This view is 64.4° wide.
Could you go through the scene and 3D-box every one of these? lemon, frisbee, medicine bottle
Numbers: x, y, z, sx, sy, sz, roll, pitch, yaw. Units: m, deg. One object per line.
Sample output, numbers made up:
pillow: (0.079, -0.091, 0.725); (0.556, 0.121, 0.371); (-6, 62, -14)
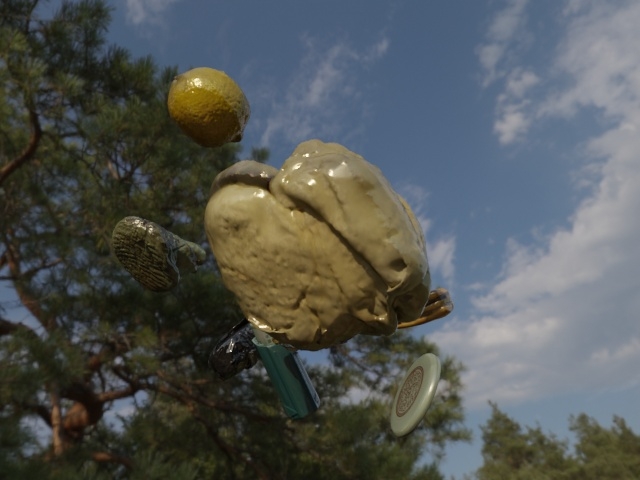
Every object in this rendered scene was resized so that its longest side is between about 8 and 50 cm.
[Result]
lemon: (-0.287, -0.343, 1.310); (0.231, 0.192, 0.192); (42, -57, -9)
frisbee: (0.115, 0.189, 0.627); (0.014, 0.110, 0.110); (28, -47, -1)
medicine bottle: (-0.078, 0.280, 1.114); (0.079, 0.124, 0.259); (-26, -80, -16)

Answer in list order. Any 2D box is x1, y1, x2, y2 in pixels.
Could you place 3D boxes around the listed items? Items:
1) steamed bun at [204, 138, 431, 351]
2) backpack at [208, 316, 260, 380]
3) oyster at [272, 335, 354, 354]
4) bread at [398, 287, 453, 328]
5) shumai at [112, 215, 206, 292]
steamed bun: (0.004, 0.004, 0.814); (0.372, 0.230, 0.325); (-10, -75, 34)
backpack: (-0.204, 0.282, 1.293); (0.105, 0.165, 0.120); (37, -39, 13)
oyster: (-0.013, 0.172, 1.015); (0.177, 0.056, 0.105); (-28, -72, 3)
bread: (0.220, 0.171, 1.244); (0.200, 0.077, 0.116); (-20, -5, 24)
shumai: (-0.512, 0.019, 1.625); (0.222, 0.204, 0.272); (-12, -66, 30)
